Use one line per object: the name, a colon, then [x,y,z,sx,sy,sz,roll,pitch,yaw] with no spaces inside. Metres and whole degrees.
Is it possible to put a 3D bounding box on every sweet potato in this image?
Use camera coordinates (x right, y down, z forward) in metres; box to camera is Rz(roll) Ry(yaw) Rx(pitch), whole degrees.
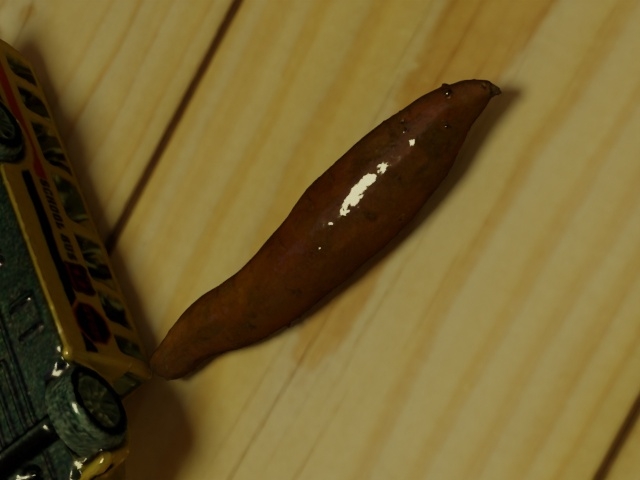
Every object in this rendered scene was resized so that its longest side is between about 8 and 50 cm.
sweet potato: [-0.001,0.000,0.856,0.264,0.057,0.057,-42,58,17]

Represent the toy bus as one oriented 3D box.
toy bus: [-0.196,0.022,0.931,0.121,0.123,0.335,-36,60,18]
